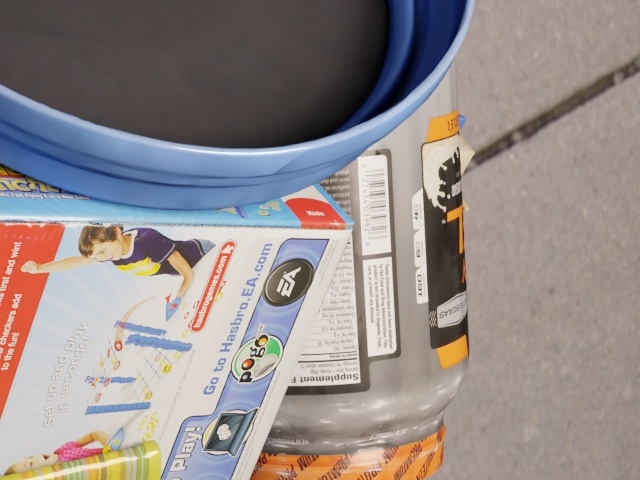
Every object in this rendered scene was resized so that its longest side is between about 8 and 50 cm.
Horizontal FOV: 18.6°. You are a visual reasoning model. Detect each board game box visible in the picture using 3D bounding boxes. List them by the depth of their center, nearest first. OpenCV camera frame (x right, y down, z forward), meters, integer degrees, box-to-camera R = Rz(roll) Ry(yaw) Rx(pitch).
[{"bbox_3d":[-0.171,0.092,1.134,0.302,0.086,0.308,2,123,-36],"label":"board game box"}]

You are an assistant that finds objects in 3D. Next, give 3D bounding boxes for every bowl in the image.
[{"bbox_3d":[-0.103,-0.183,1.121,0.391,0.077,0.391,12,51,-16],"label":"bowl"}]

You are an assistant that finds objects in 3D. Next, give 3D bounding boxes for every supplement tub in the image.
[{"bbox_3d":[0.000,0.000,1.304,0.194,0.193,0.316,-12,104,-40],"label":"supplement tub"}]

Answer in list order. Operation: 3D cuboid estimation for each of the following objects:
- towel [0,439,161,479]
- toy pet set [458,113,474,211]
[{"bbox_3d":[-0.202,0.174,1.104,0.237,0.021,0.102,-9,124,-29],"label":"towel"},{"bbox_3d":[0.054,-0.047,1.450,0.122,0.065,0.114,1,130,-38],"label":"toy pet set"}]
